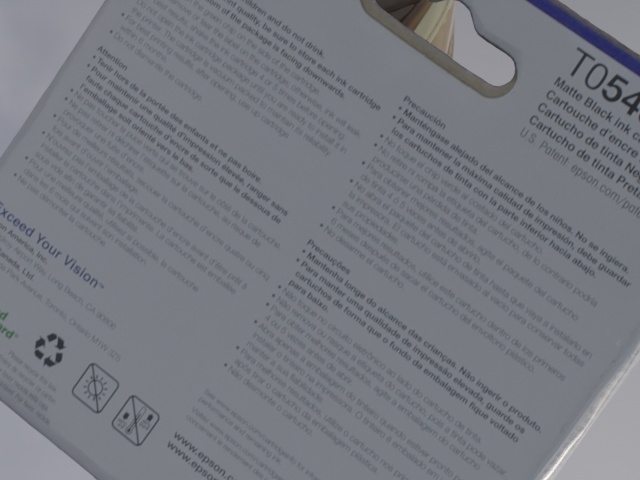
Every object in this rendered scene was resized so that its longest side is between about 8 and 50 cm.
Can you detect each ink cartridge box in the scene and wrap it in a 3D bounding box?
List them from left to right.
[{"bbox_3d":[0.000,0.000,0.663,0.223,0.224,0.045,37,-171,17],"label":"ink cartridge box"}]

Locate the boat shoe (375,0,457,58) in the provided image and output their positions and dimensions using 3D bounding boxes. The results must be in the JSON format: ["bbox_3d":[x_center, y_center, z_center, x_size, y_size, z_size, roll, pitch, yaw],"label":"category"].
[{"bbox_3d":[0.017,-0.054,1.039,0.098,0.109,0.302,62,-147,-37],"label":"boat shoe"}]
